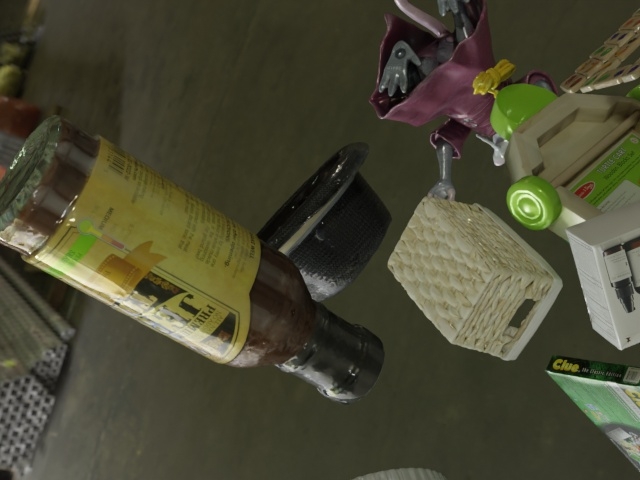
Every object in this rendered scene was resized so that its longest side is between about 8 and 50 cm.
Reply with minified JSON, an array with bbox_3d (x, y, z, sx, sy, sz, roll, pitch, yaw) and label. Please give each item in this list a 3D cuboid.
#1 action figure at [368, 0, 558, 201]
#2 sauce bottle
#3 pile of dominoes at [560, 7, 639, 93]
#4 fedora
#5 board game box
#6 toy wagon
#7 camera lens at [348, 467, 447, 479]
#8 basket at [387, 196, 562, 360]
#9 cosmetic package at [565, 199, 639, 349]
[{"bbox_3d":[0.212,-0.226,1.395,0.248,0.370,0.276,-25,61,26],"label":"action figure"},{"bbox_3d":[-0.091,0.033,0.748,0.111,0.344,0.111,-41,31,31],"label":"sauce bottle"},{"bbox_3d":[0.412,-0.282,1.186,0.251,0.040,0.196,-43,12,-14],"label":"pile of dominoes"},{"bbox_3d":[0.000,0.000,1.510,0.334,0.152,0.334,-47,7,8],"label":"fedora"},{"bbox_3d":[0.396,0.227,1.127,0.136,0.259,0.030,5,56,54],"label":"board game box"},{"bbox_3d":[0.310,-0.081,0.996,0.344,0.267,0.068,37,142,24],"label":"toy wagon"},{"bbox_3d":[0.094,0.430,1.064,0.219,0.219,0.274,-46,45,36],"label":"camera lens"},{"bbox_3d":[0.164,0.037,1.028,0.113,0.103,0.167,-63,36,22],"label":"basket"},{"bbox_3d":[0.334,-0.002,0.765,0.239,0.099,0.060,-22,19,-3],"label":"cosmetic package"}]
